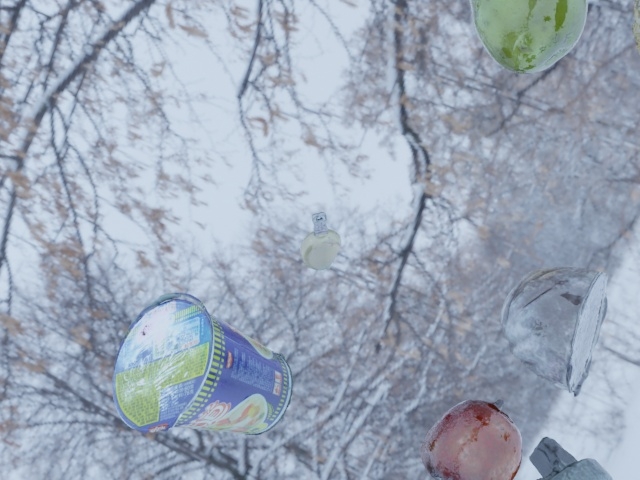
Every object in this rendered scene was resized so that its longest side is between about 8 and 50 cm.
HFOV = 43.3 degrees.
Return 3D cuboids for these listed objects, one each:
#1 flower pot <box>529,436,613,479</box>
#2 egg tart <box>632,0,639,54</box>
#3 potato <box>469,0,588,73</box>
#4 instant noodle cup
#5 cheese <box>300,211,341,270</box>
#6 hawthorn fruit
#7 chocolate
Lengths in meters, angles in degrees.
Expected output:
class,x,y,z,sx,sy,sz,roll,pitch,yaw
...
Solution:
class,x,y,z,sx,sy,sz,roll,pitch,yaw
flower pot,0.480,0.562,1.579,0.299,0.283,0.299,-23,-43,-22
egg tart,0.638,-0.356,1.188,0.150,0.352,0.351,-52,-17,-79
potato,0.378,-0.450,1.483,0.215,0.216,0.304,88,-177,-56
instant noodle cup,-0.225,0.288,1.694,0.312,0.284,0.284,31,-98,-47
cheese,0.007,0.000,1.837,0.171,0.092,0.047,110,151,-41
hawthorn fruit,0.264,0.346,1.363,0.188,0.169,0.169,-47,-22,-16
chocolate,0.533,0.191,1.897,0.303,0.213,0.303,-31,-52,-50
